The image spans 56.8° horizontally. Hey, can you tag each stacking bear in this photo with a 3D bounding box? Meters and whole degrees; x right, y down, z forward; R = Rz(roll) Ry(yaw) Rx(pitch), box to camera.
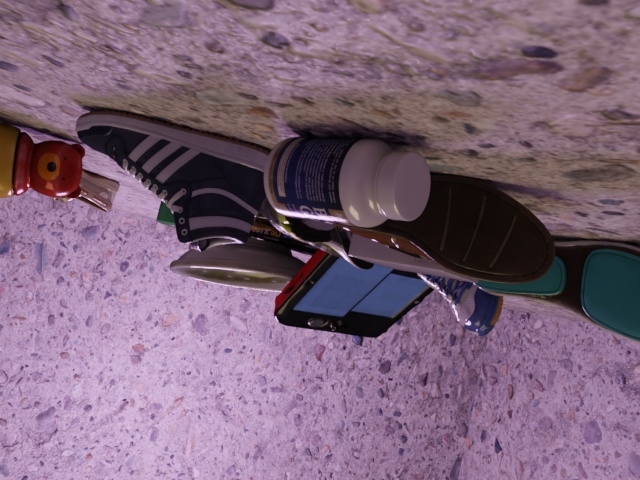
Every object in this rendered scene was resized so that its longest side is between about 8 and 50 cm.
[{"bbox_3d":[-0.589,-0.147,1.086,0.289,0.175,0.164,7,176,-22],"label":"stacking bear"}]

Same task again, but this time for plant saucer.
[{"bbox_3d":[-0.185,0.061,1.552,0.401,0.100,0.400,7,168,2],"label":"plant saucer"}]

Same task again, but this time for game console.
[{"bbox_3d":[0.106,0.111,1.398,0.342,0.060,0.386,17,136,-26],"label":"game console"}]

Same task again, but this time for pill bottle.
[{"bbox_3d":[0.028,-0.064,0.638,0.169,0.094,0.094,9,174,40],"label":"pill bottle"}]

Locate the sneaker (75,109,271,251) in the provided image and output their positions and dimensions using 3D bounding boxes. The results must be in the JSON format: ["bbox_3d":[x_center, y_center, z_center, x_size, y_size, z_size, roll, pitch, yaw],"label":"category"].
[{"bbox_3d":[-0.213,-0.076,0.806,0.282,0.153,0.099,13,175,4],"label":"sneaker"}]

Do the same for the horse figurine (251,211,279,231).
[{"bbox_3d":[-0.139,-0.062,1.296,0.175,0.066,0.263,7,172,7],"label":"horse figurine"}]

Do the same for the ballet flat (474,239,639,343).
[{"bbox_3d":[0.420,0.058,0.917,0.139,0.139,0.400,18,178,-41],"label":"ballet flat"}]

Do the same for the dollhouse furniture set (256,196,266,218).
[{"bbox_3d":[-0.146,-0.085,1.080,0.076,0.058,0.152,8,173,43],"label":"dollhouse furniture set"}]

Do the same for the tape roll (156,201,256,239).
[{"bbox_3d":[-0.358,-0.056,1.898,0.321,0.077,0.321,13,175,1],"label":"tape roll"}]

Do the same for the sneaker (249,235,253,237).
[{"bbox_3d":[-0.270,-0.064,1.603,0.118,0.107,0.279,32,-178,31],"label":"sneaker"}]

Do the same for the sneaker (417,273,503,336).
[{"bbox_3d":[0.246,0.079,1.138,0.131,0.111,0.296,22,-163,-13],"label":"sneaker"}]

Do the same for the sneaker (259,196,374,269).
[{"bbox_3d":[0.012,-0.030,1.122,0.121,0.111,0.300,18,172,46],"label":"sneaker"}]

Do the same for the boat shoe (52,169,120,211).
[{"bbox_3d":[-0.673,-0.147,1.574,0.109,0.098,0.302,10,174,32],"label":"boat shoe"}]

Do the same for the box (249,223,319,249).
[{"bbox_3d":[0.000,0.000,1.555,0.257,0.079,0.322,9,174,26],"label":"box"}]

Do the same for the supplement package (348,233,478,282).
[{"bbox_3d":[0.149,-0.005,0.909,0.179,0.105,0.105,8,174,44],"label":"supplement package"}]

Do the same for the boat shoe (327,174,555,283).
[{"bbox_3d":[0.140,-0.029,0.748,0.307,0.110,0.104,22,-178,21],"label":"boat shoe"}]
